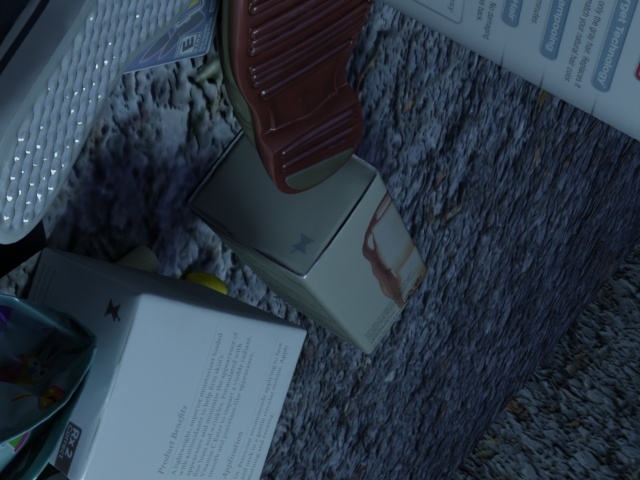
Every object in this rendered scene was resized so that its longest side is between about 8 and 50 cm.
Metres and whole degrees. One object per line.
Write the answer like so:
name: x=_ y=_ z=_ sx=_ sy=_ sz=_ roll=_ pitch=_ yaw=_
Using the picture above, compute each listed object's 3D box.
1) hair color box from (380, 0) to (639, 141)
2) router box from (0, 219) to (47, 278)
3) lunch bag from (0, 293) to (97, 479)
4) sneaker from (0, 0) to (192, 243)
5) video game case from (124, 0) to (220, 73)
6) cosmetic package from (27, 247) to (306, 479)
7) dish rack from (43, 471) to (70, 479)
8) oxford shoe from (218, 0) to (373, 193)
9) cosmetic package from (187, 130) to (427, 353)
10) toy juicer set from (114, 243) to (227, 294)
hair color box: x=0.164 y=-0.241 z=0.802 sx=0.113 sy=0.374 sz=0.185 roll=-41 pitch=153 yaw=-30
router box: x=-0.257 y=-0.028 z=0.688 sx=0.133 sy=0.046 sz=0.179 roll=-40 pitch=153 yaw=-33
lunch bag: x=-0.287 y=0.143 z=0.665 sx=0.223 sy=0.160 sz=0.262 roll=-45 pitch=162 yaw=26
sneaker: x=-0.160 y=-0.151 z=0.597 sx=0.126 sy=0.127 sz=0.321 roll=95 pitch=18 yaw=-54
video game case: x=-0.125 y=-0.210 z=0.732 sx=0.183 sy=0.023 sz=0.201 roll=-26 pitch=143 yaw=-48
cosmetic package: x=-0.142 y=0.109 z=0.860 sx=0.183 sy=0.151 sz=0.151 roll=19 pitch=90 yaw=-45
dish rack: x=-0.280 y=0.365 z=1.126 sx=0.286 sy=0.072 sz=0.333 roll=-54 pitch=157 yaw=-1
oxford shoe: x=-0.042 y=-0.172 z=0.812 sx=0.123 sy=0.130 sz=0.348 roll=-29 pitch=155 yaw=-17
cosmetic package: x=0.000 y=0.000 z=1.090 sx=0.129 sy=0.153 sz=0.296 roll=-54 pitch=158 yaw=-7
toy juicer set: x=-0.161 y=0.116 z=1.007 sx=0.209 sy=0.089 sz=0.329 roll=-51 pitch=156 yaw=-11
